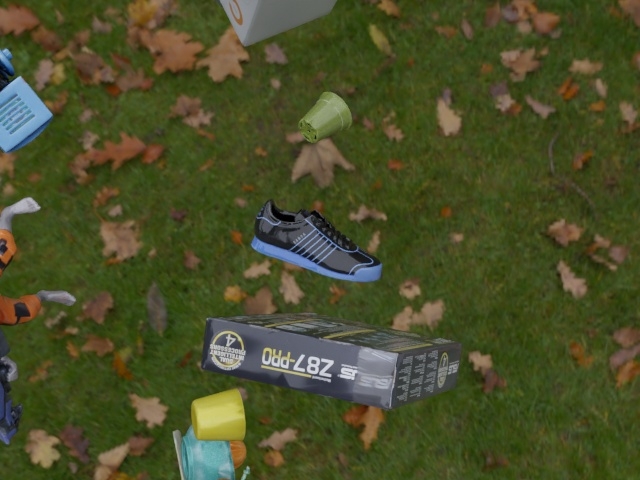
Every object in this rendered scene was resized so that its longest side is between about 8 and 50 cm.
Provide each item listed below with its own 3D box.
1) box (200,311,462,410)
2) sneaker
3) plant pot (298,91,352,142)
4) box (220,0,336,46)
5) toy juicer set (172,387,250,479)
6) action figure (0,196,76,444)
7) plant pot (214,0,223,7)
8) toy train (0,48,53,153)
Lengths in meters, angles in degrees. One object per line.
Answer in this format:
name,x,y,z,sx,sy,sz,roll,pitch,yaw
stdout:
box,0.035,0.188,1.568,0.318,0.395,0.097,7,89,22
sneaker,0.000,0.000,1.599,0.232,0.081,0.090,16,110,0
plant pot,0.003,-0.224,1.774,0.083,0.083,0.079,34,57,28
box,-0.062,-0.469,1.386,0.168,0.345,0.215,-24,86,-17
toy juicer set,-0.143,0.340,1.328,0.090,0.329,0.209,-5,71,-18
action figure,-0.525,0.139,1.427,0.179,0.341,0.330,20,41,21
plant pot,-0.130,-0.543,1.779,0.272,0.255,0.271,6,104,27
toy train,-0.351,-0.149,1.016,0.080,0.105,0.184,-40,19,-15
